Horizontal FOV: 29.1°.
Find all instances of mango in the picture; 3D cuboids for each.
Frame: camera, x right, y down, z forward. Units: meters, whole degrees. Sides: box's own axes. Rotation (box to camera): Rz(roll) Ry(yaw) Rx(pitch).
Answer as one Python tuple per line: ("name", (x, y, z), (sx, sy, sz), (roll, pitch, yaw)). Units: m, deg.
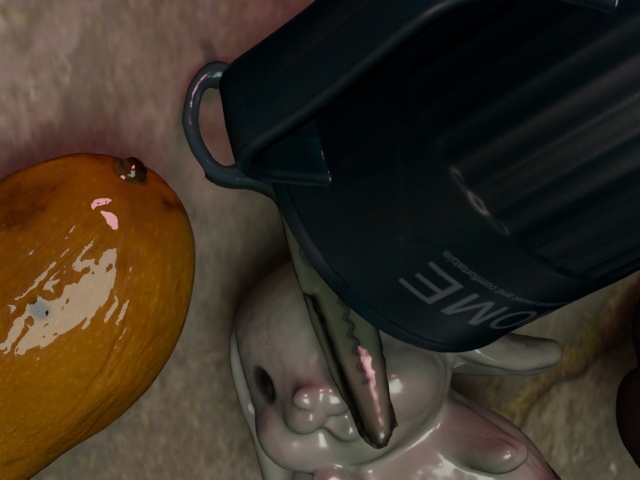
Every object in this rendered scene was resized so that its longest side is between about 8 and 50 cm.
("mango", (-0.225, 0.083, 0.858), (0.187, 0.144, 0.359), (39, 106, -25))

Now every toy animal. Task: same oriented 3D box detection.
("toy animal", (0.065, 0.129, 0.942), (0.249, 0.174, 0.289), (-11, 121, 5))

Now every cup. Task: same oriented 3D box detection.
("cup", (0.125, -0.106, 0.717), (0.308, 0.242, 0.292), (33, 140, -26))

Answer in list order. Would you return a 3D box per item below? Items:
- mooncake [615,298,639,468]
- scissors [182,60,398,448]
("mooncake", (0.364, 0.114, 0.931), (0.306, 0.306, 0.154), (-44, 117, 10))
("scissors", (0.000, 0.000, 0.834), (0.138, 0.041, 0.289), (-15, 78, -6))
